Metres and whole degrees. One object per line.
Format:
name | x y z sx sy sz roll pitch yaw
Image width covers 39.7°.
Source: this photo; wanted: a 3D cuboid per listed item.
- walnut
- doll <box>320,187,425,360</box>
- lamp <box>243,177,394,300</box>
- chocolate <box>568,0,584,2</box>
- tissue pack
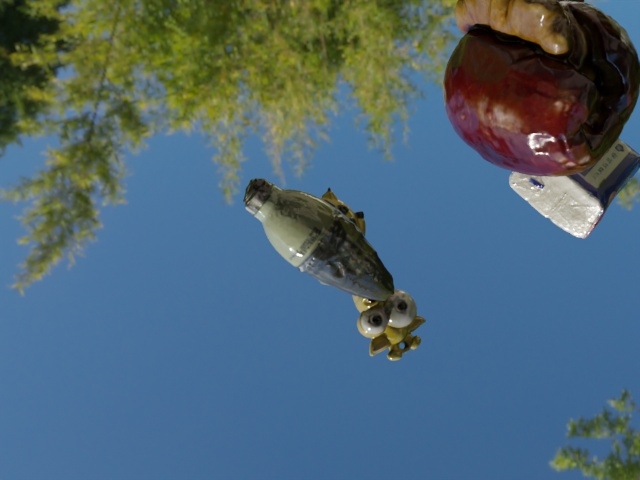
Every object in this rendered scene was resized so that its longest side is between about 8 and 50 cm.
walnut | 0.262 -0.208 1.066 0.221 0.244 0.269 -25 -157 -12
doll | 0.060 0.053 1.392 0.117 0.086 0.291 -29 -99 -10
lamp | 0.000 0.000 1.219 0.250 0.101 0.101 35 -139 -10
chocolate | 0.370 -0.372 1.425 0.182 0.086 0.028 -22 -115 -26
tissue pack | 0.541 -0.147 1.892 0.209 0.137 0.269 40 -136 10
